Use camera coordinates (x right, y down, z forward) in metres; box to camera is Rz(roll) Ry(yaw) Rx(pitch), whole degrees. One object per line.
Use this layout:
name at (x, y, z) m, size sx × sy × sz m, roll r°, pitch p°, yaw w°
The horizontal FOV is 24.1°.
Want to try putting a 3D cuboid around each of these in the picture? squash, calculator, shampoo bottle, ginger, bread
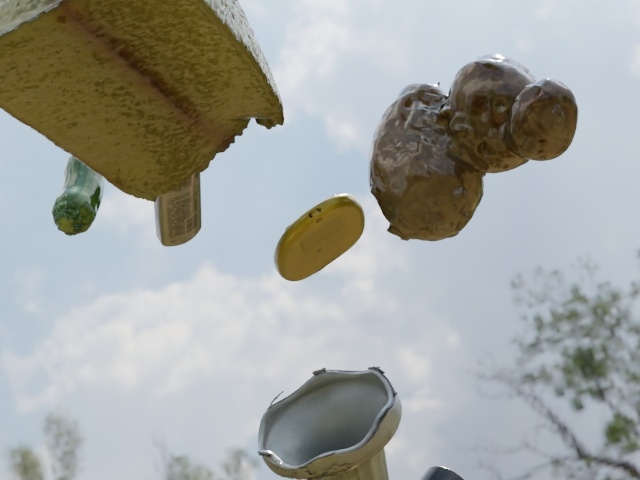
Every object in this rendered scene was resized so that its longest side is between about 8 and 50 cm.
squash at (-0.393, -0.076, 2.445) m, size 0.068 × 0.219 × 0.077 m, roll -22°, pitch -61°, yaw 16°
calculator at (0.000, 0.000, 2.085) m, size 0.146 × 0.032 × 0.235 m, roll -35°, pitch -18°, yaw -6°
shampoo bottle at (-0.252, -0.072, 2.643) m, size 0.086 × 0.056 × 0.227 m, roll -28°, pitch -25°, yaw -18°
ginger at (0.201, -0.142, 1.984) m, size 0.304 × 0.244 × 0.155 m, roll -34°, pitch -53°, yaw 27°
bread at (-0.168, -0.150, 1.453) m, size 0.233 × 0.245 × 0.361 m, roll -27°, pitch -53°, yaw 10°

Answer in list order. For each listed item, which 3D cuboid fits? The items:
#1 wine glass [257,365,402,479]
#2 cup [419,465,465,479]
wine glass at (0.036, 0.258, 1.634) m, size 0.165 × 0.165 × 0.196 m, roll -20°, pitch -65°, yaw 6°
cup at (0.139, 0.344, 1.937) m, size 0.100 × 0.078 × 0.077 m, roll 0°, pitch 34°, yaw 45°
